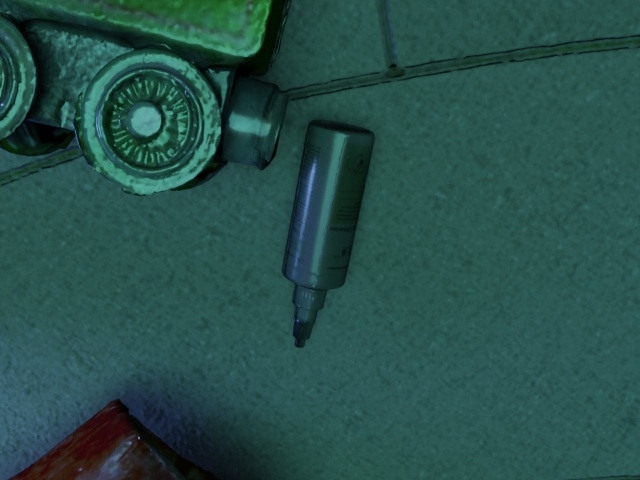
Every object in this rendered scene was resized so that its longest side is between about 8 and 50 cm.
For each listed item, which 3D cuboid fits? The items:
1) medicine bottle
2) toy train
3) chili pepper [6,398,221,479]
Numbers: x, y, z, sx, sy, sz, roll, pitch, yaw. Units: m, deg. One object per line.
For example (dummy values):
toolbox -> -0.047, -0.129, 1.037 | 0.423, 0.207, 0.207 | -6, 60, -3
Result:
medicine bottle -> 0.000, 0.000, 0.696 | 0.057, 0.057, 0.199 | 12, 104, 1
toy train -> -0.163, -0.169, 0.615 | 0.307, 0.173, 0.249 | 15, 96, 1
chili pepper -> -0.193, 0.299, 0.731 | 0.305, 0.229, 0.251 | -40, 69, 1
